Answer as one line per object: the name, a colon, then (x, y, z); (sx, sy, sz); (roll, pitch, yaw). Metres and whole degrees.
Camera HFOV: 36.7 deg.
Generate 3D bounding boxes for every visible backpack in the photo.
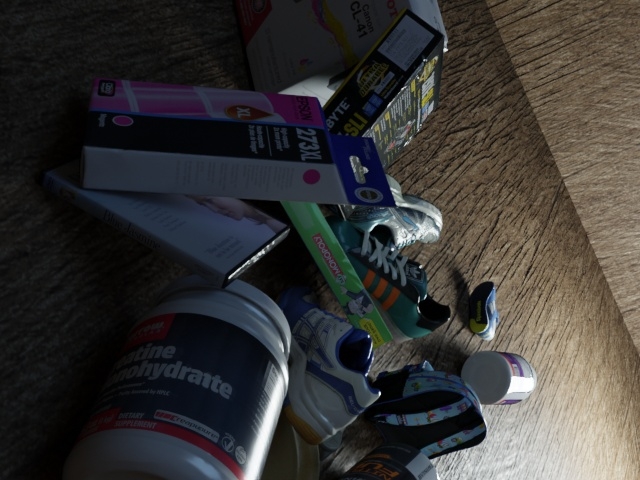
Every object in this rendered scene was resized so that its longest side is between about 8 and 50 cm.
backpack: (0.181, 0.273, 1.564); (0.158, 0.173, 0.117); (54, 31, -23)

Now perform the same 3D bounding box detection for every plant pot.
plant pot: (-0.080, 0.260, 1.263); (0.236, 0.032, 0.236); (38, 41, -43)

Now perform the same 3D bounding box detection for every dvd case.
dvd case: (-0.178, -0.041, 1.143); (0.253, 0.022, 0.180); (28, 28, 11)

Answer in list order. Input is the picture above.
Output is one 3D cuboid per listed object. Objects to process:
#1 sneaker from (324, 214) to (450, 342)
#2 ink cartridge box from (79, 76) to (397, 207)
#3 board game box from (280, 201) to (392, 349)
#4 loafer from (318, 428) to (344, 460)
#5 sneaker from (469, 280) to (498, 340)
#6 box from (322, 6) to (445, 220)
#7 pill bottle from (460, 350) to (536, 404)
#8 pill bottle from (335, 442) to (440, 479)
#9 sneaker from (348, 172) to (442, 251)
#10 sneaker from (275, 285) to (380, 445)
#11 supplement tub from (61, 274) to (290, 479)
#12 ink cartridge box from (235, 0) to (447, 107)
sneaker: (0.114, 0.054, 1.652); (0.302, 0.121, 0.108); (48, 35, -31)
ink cartridge box: (-0.096, -0.118, 1.168); (0.371, 0.069, 0.175); (5, 34, -12)
board game box: (0.000, 0.000, 1.456); (0.317, 0.046, 0.213); (60, 1, -10)
loafer: (0.016, 0.275, 1.425); (0.045, 0.039, 0.125); (30, 31, -1)
sneaker: (0.357, 0.153, 2.092); (0.059, 0.053, 0.144); (47, 43, -34)
box: (0.077, -0.174, 1.449); (0.079, 0.257, 0.322); (36, -3, 10)
pill bottle: (0.371, 0.281, 1.966); (0.193, 0.108, 0.108); (15, 58, -57)
pill bottle: (0.068, 0.379, 1.337); (0.246, 0.130, 0.130); (-17, 86, -62)
sneaker: (0.129, -0.028, 1.788); (0.283, 0.110, 0.122); (26, 67, -49)
sneaker: (0.015, 0.154, 1.347); (0.112, 0.131, 0.296); (50, 15, -33)
supplement tub: (-0.142, 0.185, 1.034); (0.191, 0.191, 0.272); (53, 31, -27)
ink cartridge box: (0.028, -0.365, 1.590); (0.131, 0.306, 0.226); (17, 55, -56)
